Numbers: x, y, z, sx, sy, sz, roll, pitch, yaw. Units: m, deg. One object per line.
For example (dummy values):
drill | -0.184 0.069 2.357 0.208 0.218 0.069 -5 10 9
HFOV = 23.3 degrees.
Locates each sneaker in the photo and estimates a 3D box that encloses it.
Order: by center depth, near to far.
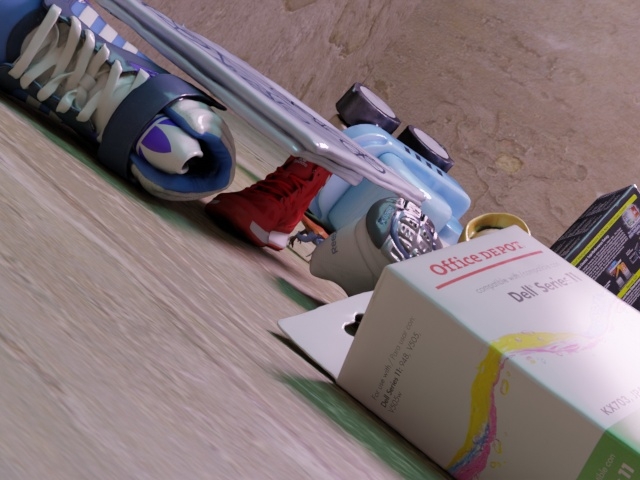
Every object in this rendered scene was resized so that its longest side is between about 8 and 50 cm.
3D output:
sneaker | -0.212 -0.151 1.538 0.236 0.130 0.323 33 -3 45
sneaker | 0.109 0.065 1.690 0.297 0.129 0.111 45 42 -31
sneaker | -0.055 -0.063 1.780 0.087 0.128 0.221 34 3 7

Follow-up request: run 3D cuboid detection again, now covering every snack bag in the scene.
snack bag | -0.060 -0.152 1.735 0.323 0.037 0.342 38 7 23

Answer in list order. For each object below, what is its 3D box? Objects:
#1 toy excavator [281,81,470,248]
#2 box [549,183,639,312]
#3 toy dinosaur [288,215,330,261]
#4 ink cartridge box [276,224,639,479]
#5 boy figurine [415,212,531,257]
toy excavator | 0.177 0.005 2.586 0.433 0.222 0.445 32 19 -35
box | 0.319 0.098 1.714 0.060 0.270 0.216 -24 -75 51
toy dinosaur | 0.000 0.000 1.954 0.082 0.090 0.047 1 3 31
ink cartridge box | 0.162 0.103 1.234 0.353 0.119 0.207 36 29 26
boy figurine | 0.173 0.038 1.537 0.177 0.092 0.285 8 13 12
